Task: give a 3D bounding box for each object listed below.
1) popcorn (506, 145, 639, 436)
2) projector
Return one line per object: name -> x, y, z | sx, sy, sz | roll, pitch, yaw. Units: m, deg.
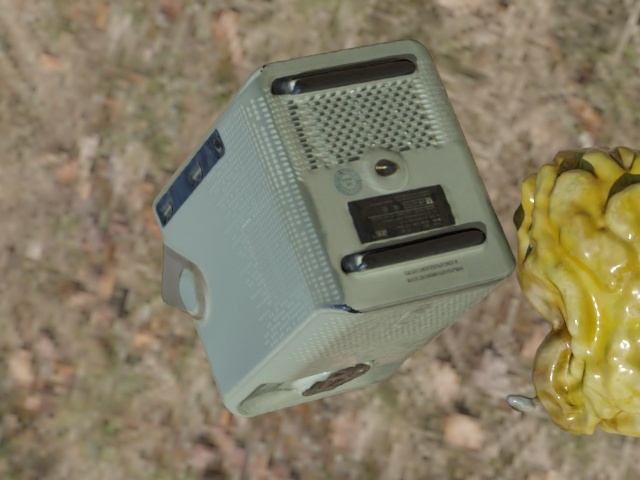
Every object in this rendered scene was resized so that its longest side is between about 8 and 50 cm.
popcorn -> 0.212, 0.033, 1.269 | 0.140, 0.163, 0.194 | 168, 100, -73
projector -> 0.000, 0.000, 1.299 | 0.242, 0.163, 0.177 | -44, 62, 57
